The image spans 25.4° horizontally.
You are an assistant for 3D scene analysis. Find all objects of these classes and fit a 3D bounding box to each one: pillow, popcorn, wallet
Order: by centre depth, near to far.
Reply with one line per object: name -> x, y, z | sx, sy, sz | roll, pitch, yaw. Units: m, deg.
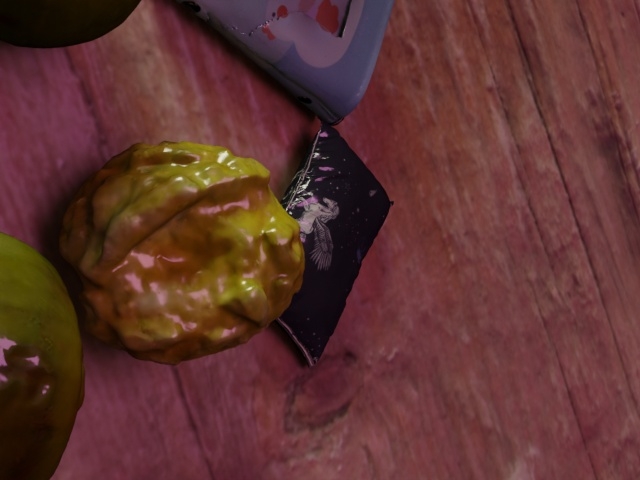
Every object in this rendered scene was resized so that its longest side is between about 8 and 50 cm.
popcorn -> -0.116, 0.005, 1.151 | 0.197, 0.155, 0.198 | -3, 97, -23
wallet -> -0.039, -0.246, 1.342 | 0.250, 0.075, 0.176 | 37, 64, -38
pillow -> 0.000, 0.000, 1.357 | 0.141, 0.055, 0.208 | 54, 48, -39

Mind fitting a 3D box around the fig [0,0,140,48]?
fig -> -0.199, -0.244, 1.050 | 0.203, 0.225, 0.203 | -2, 95, -27

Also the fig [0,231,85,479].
fig -> -0.263, 0.089, 0.927 | 0.230, 0.207, 0.207 | 8, 78, -48
